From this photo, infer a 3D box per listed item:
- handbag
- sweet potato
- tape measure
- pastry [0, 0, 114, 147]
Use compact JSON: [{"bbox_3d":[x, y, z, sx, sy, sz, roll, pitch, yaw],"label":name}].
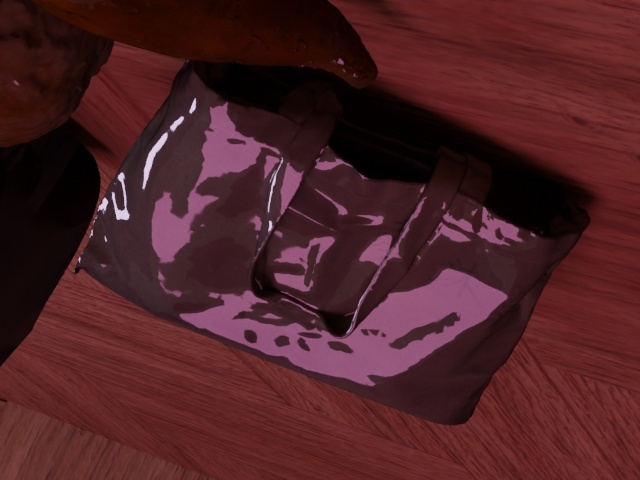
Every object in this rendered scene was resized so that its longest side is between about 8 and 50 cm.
[{"bbox_3d":[0.005,-0.001,1.263,0.315,0.109,0.253,24,137,-3],"label":"handbag"},{"bbox_3d":[-0.121,-0.171,1.012,0.359,0.112,0.112,28,164,-19],"label":"sweet potato"},{"bbox_3d":[-0.345,-0.029,1.510,0.138,0.259,0.262,10,151,40],"label":"tape measure"},{"bbox_3d":[-0.289,-0.176,1.190,0.329,0.136,0.330,24,163,8],"label":"pastry"}]
